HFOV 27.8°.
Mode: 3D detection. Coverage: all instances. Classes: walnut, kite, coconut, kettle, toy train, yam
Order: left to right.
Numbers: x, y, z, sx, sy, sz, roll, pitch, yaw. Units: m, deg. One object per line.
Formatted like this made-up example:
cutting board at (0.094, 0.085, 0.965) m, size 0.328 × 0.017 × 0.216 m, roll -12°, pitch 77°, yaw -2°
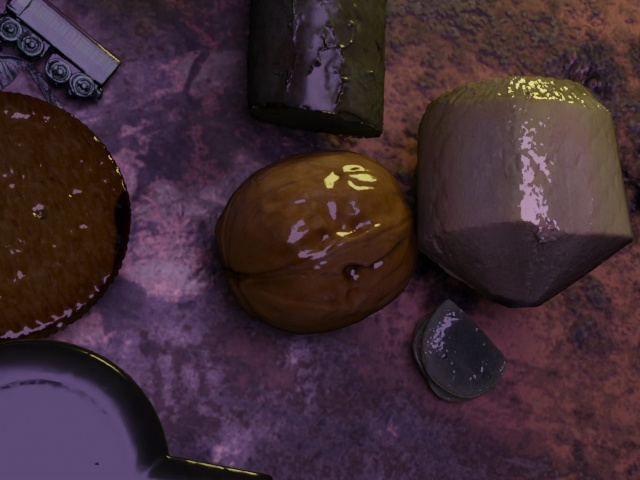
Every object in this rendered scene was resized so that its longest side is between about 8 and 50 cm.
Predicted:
kite at (-0.322, -0.196, 1.439) m, size 0.152 × 0.005 × 0.137 m, roll 46°, pitch 74°, yaw -5°
toy train at (-0.292, -0.215, 1.427) m, size 0.148 × 0.038 × 0.071 m, roll 40°, pitch 73°, yaw -8°
kettle at (-0.220, 0.227, 1.205) m, size 0.361 × 0.376 × 0.250 m, roll 15°, pitch 78°, yaw -11°
yam at (-0.001, -0.268, 1.452) m, size 0.168 × 0.168 × 0.304 m, roll 4°, pitch 80°, yaw -14°
walnut at (0.000, 0.000, 1.400) m, size 0.221 × 0.195 × 0.195 m, roll -16°, pitch 86°, yaw -16°
coconut at (0.221, -0.046, 1.445) m, size 0.239 × 0.239 × 0.244 m, roll -1°, pitch 79°, yaw -15°

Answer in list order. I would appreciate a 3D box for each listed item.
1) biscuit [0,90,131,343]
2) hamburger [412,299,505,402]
biscuit at (-0.351, -0.025, 1.356) m, size 0.305 × 0.038 × 0.305 m, roll 4°, pitch 65°, yaw -9°
hamburger at (0.156, 0.138, 1.489) m, size 0.121 × 0.054 × 0.084 m, roll 44°, pitch 72°, yaw -12°
